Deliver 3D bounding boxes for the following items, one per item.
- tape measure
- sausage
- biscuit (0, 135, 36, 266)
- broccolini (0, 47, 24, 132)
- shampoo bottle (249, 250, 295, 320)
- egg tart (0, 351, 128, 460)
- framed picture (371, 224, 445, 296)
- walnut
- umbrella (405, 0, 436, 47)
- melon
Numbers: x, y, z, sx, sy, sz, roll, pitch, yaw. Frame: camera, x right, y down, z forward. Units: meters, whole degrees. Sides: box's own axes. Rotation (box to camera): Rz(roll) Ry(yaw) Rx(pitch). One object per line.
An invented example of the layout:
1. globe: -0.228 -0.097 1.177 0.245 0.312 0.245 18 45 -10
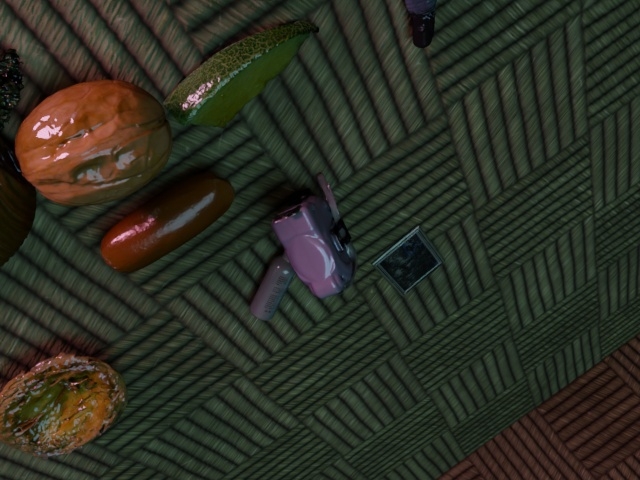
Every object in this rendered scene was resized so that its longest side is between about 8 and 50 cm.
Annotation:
1. tape measure: -0.001 -0.004 1.099 0.105 0.178 0.196 -23 113 16
2. sausage: -0.249 -0.033 0.978 0.238 0.098 0.098 -32 138 -1
3. biscuit: -0.555 -0.045 0.803 0.317 0.040 0.318 -17 134 -19
4. broccolini: -0.472 -0.163 0.675 0.271 0.062 0.123 -15 110 -50
5. shampoo bottle: -0.083 0.073 1.205 0.056 0.056 0.195 7 123 -37
6. egg tart: -0.485 0.296 1.119 0.231 0.098 0.252 21 110 -36
7. framed picture: 0.213 0.053 1.414 0.142 0.011 0.183 -40 138 5
8. walnut: -0.304 -0.131 0.809 0.206 0.159 0.159 -27 137 -11
9. umbrella: 0.151 -0.416 0.922 0.053 0.052 0.251 -25 136 -13
10. melon: -0.107 -0.249 0.908 0.261 0.053 0.114 -36 145 0
